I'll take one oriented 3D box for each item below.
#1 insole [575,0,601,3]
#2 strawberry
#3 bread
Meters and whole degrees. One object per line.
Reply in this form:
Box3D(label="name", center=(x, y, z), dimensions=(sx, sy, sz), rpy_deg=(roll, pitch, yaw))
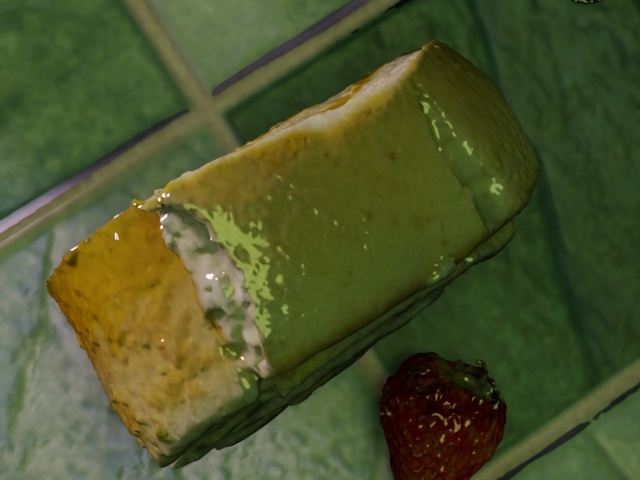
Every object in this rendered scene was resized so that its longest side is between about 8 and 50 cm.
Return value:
Box3D(label="insole", center=(0.220, -0.210, 1.062), dimensions=(0.232, 0.003, 0.080), rpy_deg=(-36, 93, -10))
Box3D(label="strawberry", center=(0.059, 0.102, 0.980), dimensions=(0.073, 0.073, 0.083), rpy_deg=(24, 104, -8))
Box3D(label="bread", center=(0.000, 0.000, 0.917), dimensions=(0.257, 0.186, 0.124), rpy_deg=(-34, 88, -19))
